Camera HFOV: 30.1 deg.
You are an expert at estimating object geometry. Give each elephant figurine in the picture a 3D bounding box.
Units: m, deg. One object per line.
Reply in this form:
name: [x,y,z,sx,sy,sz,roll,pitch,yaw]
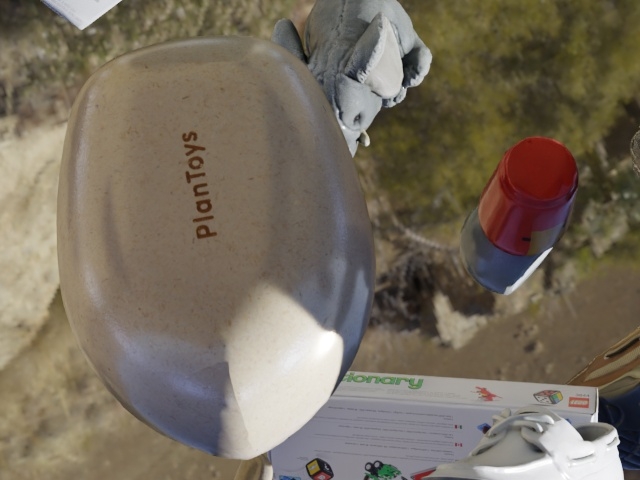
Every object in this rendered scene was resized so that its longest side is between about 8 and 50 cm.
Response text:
elephant figurine: [0.027,-0.179,1.275,0.169,0.186,0.239,-42,-174,28]

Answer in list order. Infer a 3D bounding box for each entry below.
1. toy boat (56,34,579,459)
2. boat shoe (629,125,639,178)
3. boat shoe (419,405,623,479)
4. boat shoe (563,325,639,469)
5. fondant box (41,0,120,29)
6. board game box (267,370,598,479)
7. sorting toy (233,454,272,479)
toy boat: [0.000,0.000,0.736,0.318,0.267,0.148,-5,159,-3]
boat shoe: [0.301,0.057,0.703,0.095,0.335,0.112,-55,161,21]
boat shoe: [0.145,0.160,0.850,0.095,0.084,0.258,-3,170,31]
boat shoe: [0.351,0.149,1.240,0.120,0.122,0.324,-56,-172,-30]
fondant box: [-0.120,-0.366,1.036,0.330,0.238,0.096,-28,133,29]
board game box: [0.103,0.223,1.118,0.305,0.193,0.053,3,-157,14]
sorting toy: [-0.124,0.324,0.900,0.041,0.307,0.229,24,150,-2]
